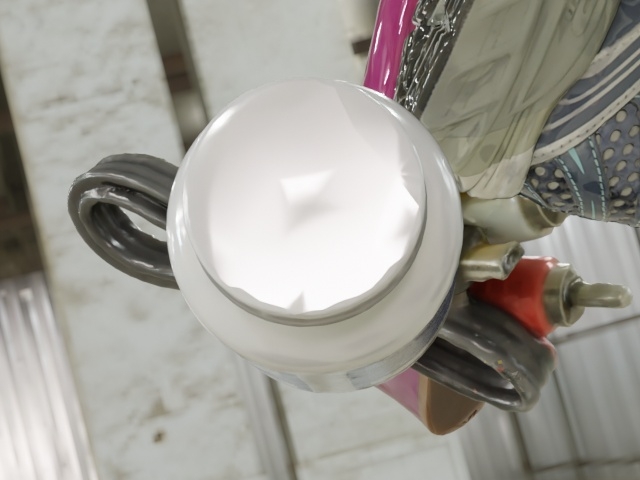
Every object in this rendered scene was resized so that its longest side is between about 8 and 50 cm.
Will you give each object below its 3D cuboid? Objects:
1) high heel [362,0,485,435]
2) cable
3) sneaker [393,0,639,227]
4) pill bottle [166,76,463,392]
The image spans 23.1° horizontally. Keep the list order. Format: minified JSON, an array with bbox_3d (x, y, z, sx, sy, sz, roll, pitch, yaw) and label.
[{"bbox_3d":[0.032,-0.074,0.893,0.127,0.377,0.181,-17,38,-36],"label":"high heel"},{"bbox_3d":[0.010,0.004,0.719,0.287,0.139,0.072,4,43,45],"label":"cable"},{"bbox_3d":[0.125,-0.133,0.466,0.122,0.283,0.110,21,18,-10],"label":"sneaker"},{"bbox_3d":[0.000,0.000,0.370,0.067,0.067,0.120,-15,-10,1],"label":"pill bottle"}]
